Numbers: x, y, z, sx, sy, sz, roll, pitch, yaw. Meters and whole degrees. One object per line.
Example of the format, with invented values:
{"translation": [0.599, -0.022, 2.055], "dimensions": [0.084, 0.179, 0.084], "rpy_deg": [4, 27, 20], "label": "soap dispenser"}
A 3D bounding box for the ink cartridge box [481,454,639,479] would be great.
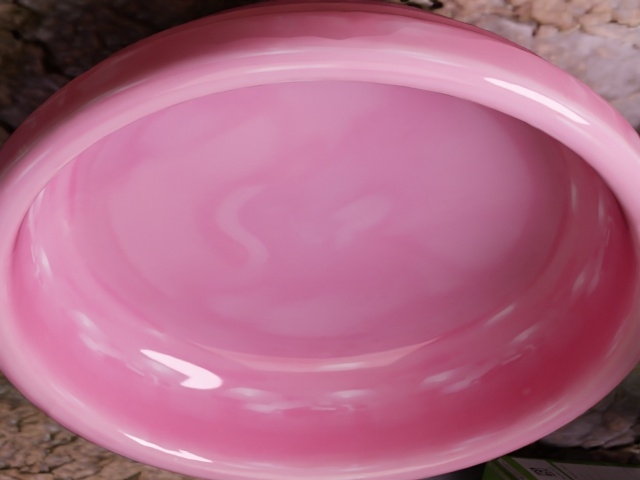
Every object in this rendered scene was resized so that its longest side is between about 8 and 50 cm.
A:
{"translation": [0.208, 0.234, 1.117], "dimensions": [0.255, 0.097, 0.188], "rpy_deg": [6, 103, -22], "label": "ink cartridge box"}

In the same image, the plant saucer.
{"translation": [0.000, 0.000, 0.921], "dimensions": [0.332, 0.084, 0.332], "rpy_deg": [-1, 141, -1], "label": "plant saucer"}

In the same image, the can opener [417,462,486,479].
{"translation": [0.111, 0.194, 1.150], "dimensions": [0.283, 0.095, 0.076], "rpy_deg": [28, 131, -32], "label": "can opener"}
